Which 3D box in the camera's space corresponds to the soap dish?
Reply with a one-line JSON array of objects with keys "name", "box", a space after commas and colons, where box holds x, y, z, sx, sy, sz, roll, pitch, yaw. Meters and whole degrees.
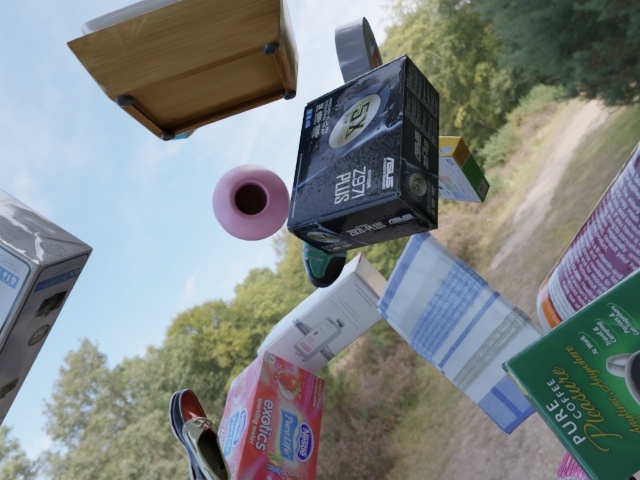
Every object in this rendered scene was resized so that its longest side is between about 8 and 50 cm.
[{"name": "soap dish", "box": [-0.173, -0.262, 0.749, 0.291, 0.118, 0.229, -19, -8, 1]}]

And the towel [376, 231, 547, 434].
[{"name": "towel", "box": [0.211, 0.131, 0.741, 0.034, 0.285, 0.209, -28, -31, -35]}]

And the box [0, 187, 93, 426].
[{"name": "box", "box": [-0.387, 0.090, 0.525, 0.289, 0.169, 0.087, -56, 0, 13]}]

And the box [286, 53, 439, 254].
[{"name": "box", "box": [0.050, -0.090, 0.563, 0.147, 0.078, 0.180, -14, 58, 38]}]

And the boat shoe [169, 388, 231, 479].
[{"name": "boat shoe", "box": [-0.146, 0.243, 0.619, 0.049, 0.137, 0.043, 8, -42, -49]}]

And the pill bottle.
[{"name": "pill bottle", "box": [0.439, -0.007, 0.581, 0.224, 0.224, 0.392, -44, -24, -40]}]

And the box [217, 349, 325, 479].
[{"name": "box", "box": [-0.099, 0.379, 0.919, 0.142, 0.154, 0.299, -47, 21, 34]}]

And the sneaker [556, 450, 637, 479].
[{"name": "sneaker", "box": [0.414, 0.352, 0.757, 0.063, 0.075, 0.170, -59, -16, -14]}]

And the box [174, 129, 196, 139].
[{"name": "box", "box": [-0.353, -0.364, 1.167, 0.100, 0.060, 0.244, -62, -36, -50]}]

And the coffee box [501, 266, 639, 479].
[{"name": "coffee box", "box": [0.249, 0.089, 0.388, 0.184, 0.113, 0.040, -37, -19, 2]}]

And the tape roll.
[{"name": "tape roll", "box": [0.105, -0.424, 1.233, 0.072, 0.219, 0.219, -12, 5, 19]}]

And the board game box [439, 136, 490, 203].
[{"name": "board game box", "box": [0.302, -0.211, 1.481, 0.242, 0.317, 0.064, 40, -110, -44]}]

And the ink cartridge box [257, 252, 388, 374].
[{"name": "ink cartridge box", "box": [0.016, 0.174, 1.132, 0.283, 0.117, 0.207, -42, 2, 13]}]

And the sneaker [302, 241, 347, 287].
[{"name": "sneaker", "box": [0.000, 0.000, 0.976, 0.098, 0.083, 0.223, 113, 160, -58]}]

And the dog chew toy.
[{"name": "dog chew toy", "box": [-0.194, -0.096, 1.424, 0.206, 0.207, 0.332, -49, 3, -7]}]
